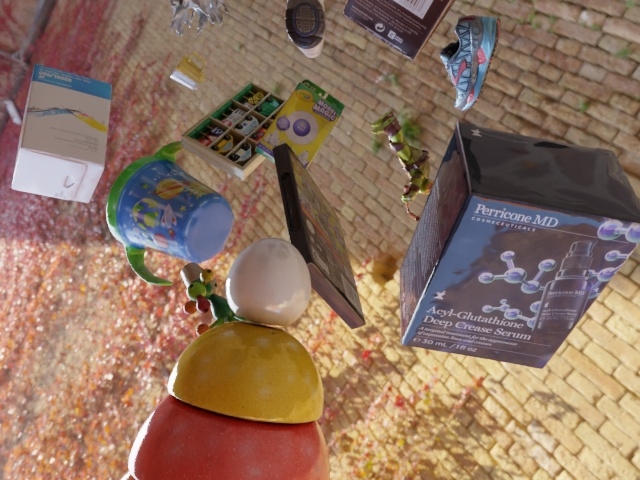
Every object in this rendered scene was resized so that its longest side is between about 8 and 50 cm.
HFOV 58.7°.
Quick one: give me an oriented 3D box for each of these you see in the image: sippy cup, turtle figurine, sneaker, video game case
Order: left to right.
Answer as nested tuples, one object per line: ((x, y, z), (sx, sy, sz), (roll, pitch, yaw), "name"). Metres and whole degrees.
((-0.335, -0.059, 1.333), (0.223, 0.306, 0.240), (21, -139, 27), "sippy cup")
((-0.039, -0.558, 1.293), (0.110, 0.298, 0.129), (0, 173, 4), "sneaker")
((0.000, 0.000, 1.018), (0.275, 0.035, 0.249), (52, -159, -54), "video game case")
((0.197, -0.174, 1.260), (0.217, 0.087, 0.270), (54, -151, -20), "turtle figurine")
((0.353, -0.440, 1.397), (0.125, 0.262, 0.104), (16, -128, 9), "sneaker")

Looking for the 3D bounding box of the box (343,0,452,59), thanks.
((0.178, -0.487, 1.061), (0.168, 0.167, 0.203), (33, -125, 0), "box")

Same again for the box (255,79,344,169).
((-0.035, -0.222, 1.105), (0.105, 0.179, 0.043), (33, 169, -6), "box")

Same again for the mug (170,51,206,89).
((-0.292, -0.375, 1.276), (0.064, 0.062, 0.078), (35, 160, -18), "mug")

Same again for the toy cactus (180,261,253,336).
((-0.171, 0.094, 0.950), (0.180, 0.112, 0.219), (42, -175, 32), "toy cactus")

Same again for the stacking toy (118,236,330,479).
((-0.100, 0.232, 0.752), (0.350, 0.481, 0.350), (12, 177, 1), "stacking toy")

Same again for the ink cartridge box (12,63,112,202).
((-0.580, -0.234, 1.281), (0.168, 0.171, 0.233), (10, -121, -29), "ink cartridge box")

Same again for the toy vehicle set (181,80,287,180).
((-0.172, -0.260, 1.308), (0.165, 0.035, 0.267), (29, -129, 11), "toy vehicle set")

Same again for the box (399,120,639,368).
((0.337, 0.023, 1.049), (0.293, 0.396, 0.212), (10, -137, -3), "box")

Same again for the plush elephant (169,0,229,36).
((-0.184, -0.376, 0.507), (0.255, 0.271, 0.330), (34, -136, -48), "plush elephant")
